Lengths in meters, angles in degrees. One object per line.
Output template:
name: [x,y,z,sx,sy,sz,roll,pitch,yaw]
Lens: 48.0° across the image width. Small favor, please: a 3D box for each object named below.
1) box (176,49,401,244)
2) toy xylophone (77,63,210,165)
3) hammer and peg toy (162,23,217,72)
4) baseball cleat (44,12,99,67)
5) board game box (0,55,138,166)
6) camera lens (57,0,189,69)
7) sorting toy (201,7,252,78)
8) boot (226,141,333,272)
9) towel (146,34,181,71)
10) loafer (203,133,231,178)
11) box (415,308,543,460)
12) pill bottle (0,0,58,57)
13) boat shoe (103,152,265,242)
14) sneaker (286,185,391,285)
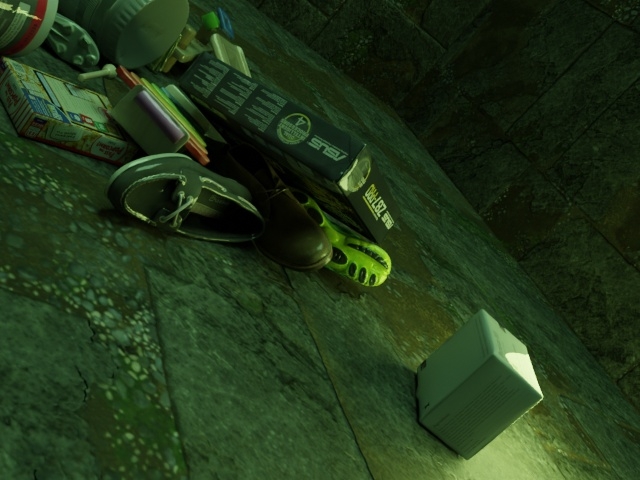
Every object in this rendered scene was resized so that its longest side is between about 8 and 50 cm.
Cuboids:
box: [-0.049,-0.170,1.372,0.395,0.097,0.318,34,-9,24]
toy xylophone: [-0.293,-0.227,1.248,0.236,0.081,0.322,47,7,-19]
hammer and peg toy: [-0.381,-0.548,1.805,0.266,0.127,0.361,40,19,-6]
baseball cleat: [-0.501,-0.403,1.334,0.206,0.072,0.109,36,12,-28]
board game box: [-0.397,-0.199,1.127,0.194,0.045,0.146,16,32,-53]
camera lens: [-0.436,-0.519,1.484,0.274,0.219,0.219,45,19,9]
sorting toy: [-0.219,-0.405,1.783,0.196,0.047,0.347,-30,102,-77]
boot: [-0.088,-0.063,1.288,0.305,0.112,0.115,47,-22,35]
towel: [-0.395,-0.464,1.623,0.148,0.110,0.027,39,17,-2]
loafer: [-0.211,-0.184,1.463,0.148,0.050,0.056,45,19,7]
box: [0.272,0.249,1.265,0.119,0.182,0.181,40,19,-8]
pill bottle: [-0.553,-0.383,1.019,0.176,0.176,0.319,50,20,21]
boat shoe: [-0.191,-0.057,1.127,0.095,0.112,0.335,44,15,20]
sneaker: [0.000,0.000,1.441,0.296,0.109,0.123,36,-9,-6]
